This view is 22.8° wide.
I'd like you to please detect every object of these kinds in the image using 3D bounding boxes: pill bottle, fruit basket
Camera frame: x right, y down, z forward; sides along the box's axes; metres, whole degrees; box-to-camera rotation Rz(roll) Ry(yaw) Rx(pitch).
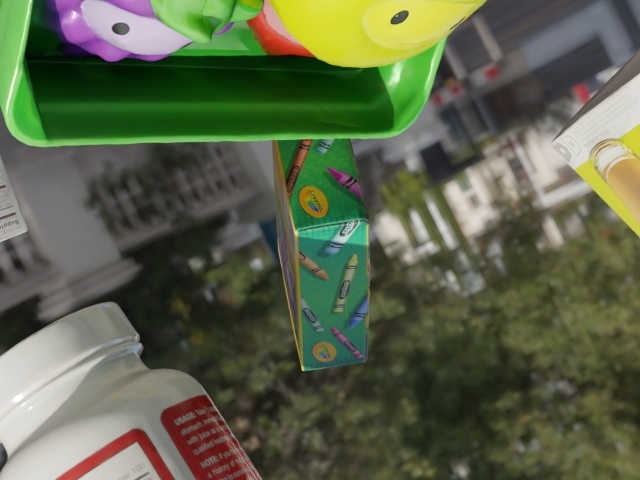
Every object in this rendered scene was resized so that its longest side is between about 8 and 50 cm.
[{"bbox_3d":[-0.160,0.273,1.505,0.229,0.408,0.229,-32,170,-6],"label":"pill bottle"},{"bbox_3d":[-0.015,-0.182,1.040,0.392,0.392,0.283,-27,138,-58],"label":"fruit basket"}]

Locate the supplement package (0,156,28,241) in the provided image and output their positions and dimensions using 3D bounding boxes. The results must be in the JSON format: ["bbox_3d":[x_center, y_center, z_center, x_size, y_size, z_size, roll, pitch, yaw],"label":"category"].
[{"bbox_3d":[-0.475,-0.093,1.899,0.134,0.244,0.139,-23,-176,-40],"label":"supplement package"}]

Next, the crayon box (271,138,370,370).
[{"bbox_3d":[0.000,0.000,1.750,0.081,0.165,0.278,-9,145,-5],"label":"crayon box"}]

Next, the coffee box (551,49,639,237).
[{"bbox_3d":[0.547,-0.149,1.831,0.338,0.334,0.337,-44,-179,-25],"label":"coffee box"}]
